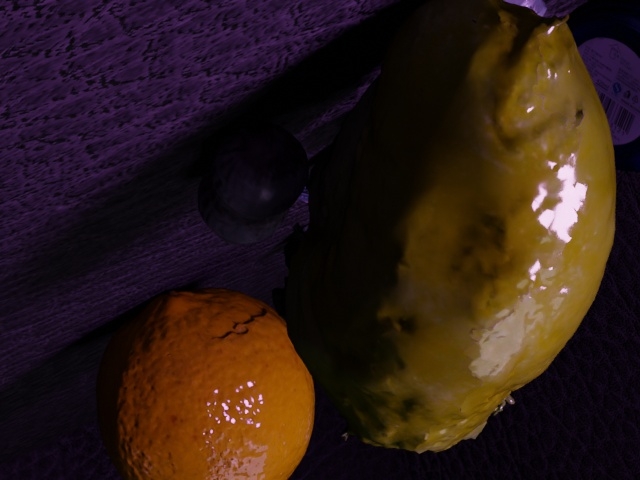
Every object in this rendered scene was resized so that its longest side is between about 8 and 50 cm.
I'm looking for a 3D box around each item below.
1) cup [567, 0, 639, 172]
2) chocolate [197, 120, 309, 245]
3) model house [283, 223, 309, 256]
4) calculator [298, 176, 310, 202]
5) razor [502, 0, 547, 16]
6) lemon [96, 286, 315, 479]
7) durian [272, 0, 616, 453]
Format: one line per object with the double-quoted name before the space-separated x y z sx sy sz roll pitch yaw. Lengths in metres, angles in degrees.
"cup" 0.346 -0.144 1.435 0.256 0.178 0.255 -22 145 -37
"chocolate" -0.052 -0.040 1.092 0.072 0.072 0.167 -27 172 -15
"model house" 0.000 0.000 1.898 0.079 0.066 0.083 -15 152 -23
"calculator" 0.041 -0.035 1.361 0.172 0.018 0.057 14 -162 24
"razor" 0.171 -0.053 1.140 0.056 0.277 0.111 -2 -178 14
"lemon" -0.138 0.193 1.782 0.293 0.293 0.293 -28 175 -3
"durian" 0.085 -0.011 1.016 0.204 0.255 0.339 -11 158 -25
